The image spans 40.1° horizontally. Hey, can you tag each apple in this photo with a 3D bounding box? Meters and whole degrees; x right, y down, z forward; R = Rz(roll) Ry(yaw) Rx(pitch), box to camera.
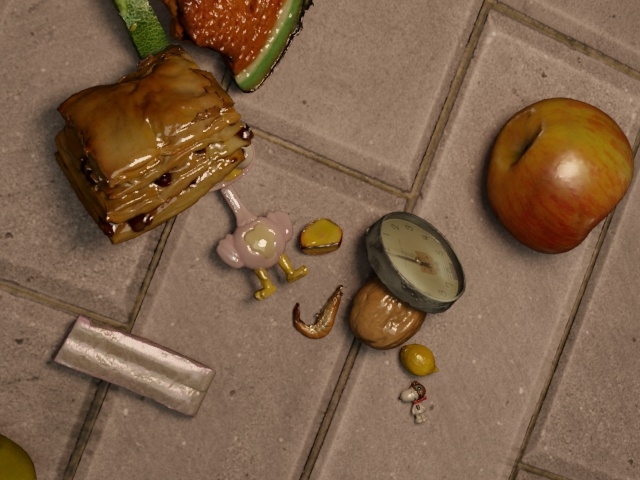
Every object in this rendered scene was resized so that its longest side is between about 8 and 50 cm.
[{"bbox_3d":[0.461,-0.138,1.740,0.301,0.301,0.302,-1,94,-14],"label":"apple"}]

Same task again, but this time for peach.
[{"bbox_3d":[0.000,0.000,1.744,0.077,0.050,0.083,40,73,10],"label":"peach"}]

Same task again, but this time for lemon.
[{"bbox_3d":[0.204,0.248,1.805,0.092,0.065,0.065,34,85,-11],"label":"lemon"}]

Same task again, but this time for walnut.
[{"bbox_3d":[0.135,0.142,1.742,0.166,0.149,0.167,-12,123,-19],"label":"walnut"}]

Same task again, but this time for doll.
[{"bbox_3d":[0.203,0.336,1.823,0.058,0.040,0.085,-35,97,3],"label":"doll"},{"bbox_3d":[-0.157,-0.070,1.680,0.160,0.094,0.365,-28,100,-14],"label":"doll"}]

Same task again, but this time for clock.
[{"bbox_3d":[0.190,0.039,1.722,0.226,0.226,0.049,35,126,-14],"label":"clock"}]

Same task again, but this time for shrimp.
[{"bbox_3d":[-0.001,0.136,1.766,0.091,0.025,0.127,33,88,-12],"label":"shrimp"}]

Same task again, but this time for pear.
[{"bbox_3d":[-0.599,0.441,1.551,0.198,0.198,0.198,-1,94,-14],"label":"pear"}]

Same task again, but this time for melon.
[{"bbox_3d":[-0.348,-0.428,1.603,0.064,0.118,0.210,-30,95,-5],"label":"melon"}]

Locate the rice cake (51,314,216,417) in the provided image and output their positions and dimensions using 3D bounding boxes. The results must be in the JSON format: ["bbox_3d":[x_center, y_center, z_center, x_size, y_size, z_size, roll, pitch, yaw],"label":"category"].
[{"bbox_3d":[-0.351,0.237,1.670,0.297,0.050,0.106,25,87,-14],"label":"rice cake"}]

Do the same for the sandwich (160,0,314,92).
[{"bbox_3d":[-0.186,-0.428,1.617,0.301,0.162,0.250,14,104,-44],"label":"sandwich"}]

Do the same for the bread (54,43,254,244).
[{"bbox_3d":[-0.311,-0.185,1.546,0.324,0.167,0.277,-37,64,-6],"label":"bread"}]
